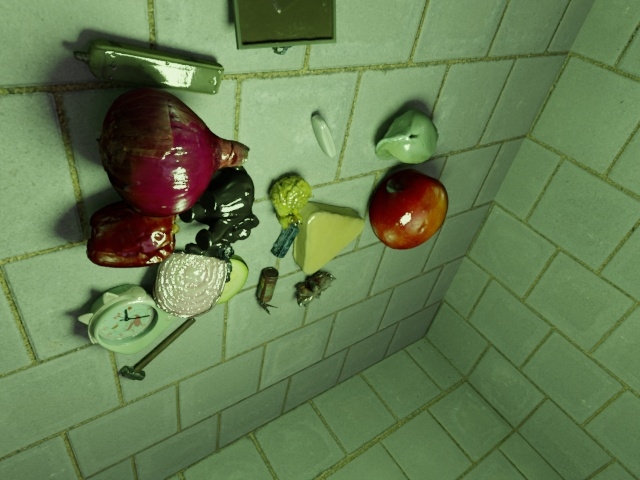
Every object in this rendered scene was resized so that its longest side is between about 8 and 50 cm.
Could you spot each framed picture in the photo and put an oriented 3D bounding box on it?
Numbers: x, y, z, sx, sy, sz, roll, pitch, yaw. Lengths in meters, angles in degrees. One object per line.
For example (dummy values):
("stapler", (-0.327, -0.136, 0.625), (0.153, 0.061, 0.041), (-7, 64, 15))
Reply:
("framed picture", (-0.095, -0.682, 1.240), (0.335, 0.022, 0.247), (-20, 123, -30))

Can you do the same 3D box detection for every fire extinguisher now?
("fire extinguisher", (-0.243, 0.248, 2.045), (0.075, 0.106, 0.251), (-33, 148, -50))

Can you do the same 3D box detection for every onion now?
("onion", (-0.383, -0.231, 1.187), (0.386, 0.347, 0.347), (-5, 132, -19))
("onion", (-0.496, 0.161, 1.653), (0.250, 0.111, 0.247), (13, 93, -24))

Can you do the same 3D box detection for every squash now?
("squash", (-0.420, 0.161, 1.837), (0.252, 0.049, 0.251), (-25, 139, -24))

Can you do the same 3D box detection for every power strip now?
("power strip", (-0.439, -0.455, 1.160), (0.388, 0.066, 0.092), (-8, 134, -43))

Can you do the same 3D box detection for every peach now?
("peach", (0.407, -0.165, 2.060), (0.406, 0.335, 0.310), (-39, 139, 2))

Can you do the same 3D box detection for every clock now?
("clock", (-0.712, 0.277, 1.611), (0.265, 0.108, 0.324), (-42, 144, 0))

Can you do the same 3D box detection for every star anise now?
("star anise", (-0.036, 0.235, 2.241), (0.223, 0.109, 0.236), (-39, 163, 7))

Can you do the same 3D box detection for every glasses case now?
("glasses case", (0.014, -0.391, 1.658), (0.049, 0.076, 0.197), (-36, 144, -7))

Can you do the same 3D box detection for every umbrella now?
("umbrella", (-0.370, 0.067, 1.705), (0.072, 0.080, 0.223), (-7, 120, -15))

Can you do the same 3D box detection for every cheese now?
("cheese", (-0.001, 0.000, 2.028), (0.384, 0.104, 0.383), (-26, 142, -23))

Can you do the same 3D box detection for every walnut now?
("walnut", (-0.577, -0.031, 1.356), (0.269, 0.244, 0.221), (-6, 101, -17))

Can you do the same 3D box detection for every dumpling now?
("dumpling", (0.382, -0.420, 1.880), (0.321, 0.211, 0.270), (26, 110, -42))

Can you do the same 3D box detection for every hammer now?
("hammer", (-0.685, 0.466, 1.895), (0.365, 0.043, 0.111), (-42, 145, -5))

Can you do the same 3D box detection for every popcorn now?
("popcorn", (-0.114, -0.157, 1.729), (0.168, 0.174, 0.194), (-43, 142, -41))

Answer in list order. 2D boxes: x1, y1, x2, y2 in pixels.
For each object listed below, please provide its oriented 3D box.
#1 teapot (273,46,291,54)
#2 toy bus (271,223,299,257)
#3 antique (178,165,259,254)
("teapot", (-0.112, -0.604, 1.328), (0.066, 0.057, 0.087), (5, 122, -46))
("toy bus", (-0.154, 0.002, 1.912), (0.047, 0.065, 0.165), (7, 120, -49))
("antique", (-0.331, -0.112, 1.487), (0.255, 0.185, 0.321), (-20, 129, -61))
